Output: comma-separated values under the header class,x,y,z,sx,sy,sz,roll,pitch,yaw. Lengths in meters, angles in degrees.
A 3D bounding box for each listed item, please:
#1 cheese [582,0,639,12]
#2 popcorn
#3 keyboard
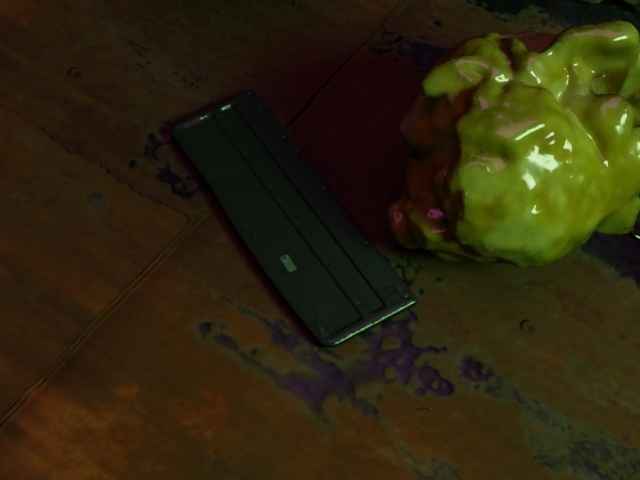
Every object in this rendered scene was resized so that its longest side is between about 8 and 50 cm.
class,x,y,z,sx,sy,sz,roll,pitch,yaw
cheese,0.361,-0.296,1.267,0.202,0.091,0.175,14,57,8
popcorn,0.171,-0.087,1.063,0.253,0.191,0.190,-15,24,-15
keyboard,0.001,0.009,1.078,0.103,0.041,0.381,-26,54,-18
